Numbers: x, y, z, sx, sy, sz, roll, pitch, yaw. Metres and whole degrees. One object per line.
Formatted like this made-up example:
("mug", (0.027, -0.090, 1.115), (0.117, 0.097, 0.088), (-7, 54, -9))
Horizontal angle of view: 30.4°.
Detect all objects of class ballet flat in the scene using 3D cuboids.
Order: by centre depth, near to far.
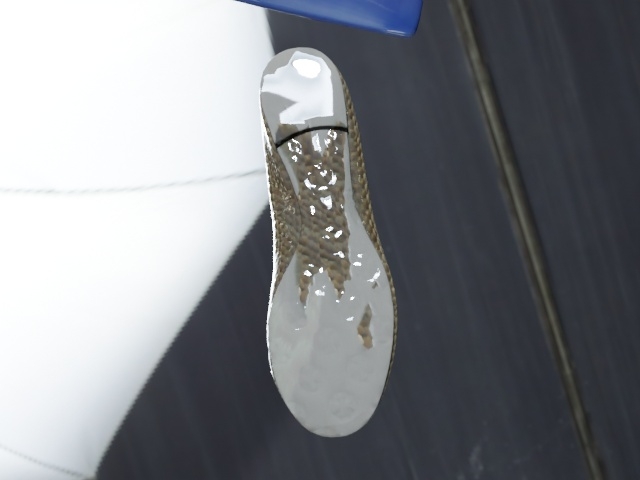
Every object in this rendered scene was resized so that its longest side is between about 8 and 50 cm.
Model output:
("ballet flat", (0.000, 0.000, 0.758), (0.084, 0.250, 0.058), (-8, -8, 2))

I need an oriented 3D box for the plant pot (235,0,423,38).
("plant pot", (-0.032, -0.326, 1.079), (0.236, 0.212, 0.236), (8, 16, -25))
